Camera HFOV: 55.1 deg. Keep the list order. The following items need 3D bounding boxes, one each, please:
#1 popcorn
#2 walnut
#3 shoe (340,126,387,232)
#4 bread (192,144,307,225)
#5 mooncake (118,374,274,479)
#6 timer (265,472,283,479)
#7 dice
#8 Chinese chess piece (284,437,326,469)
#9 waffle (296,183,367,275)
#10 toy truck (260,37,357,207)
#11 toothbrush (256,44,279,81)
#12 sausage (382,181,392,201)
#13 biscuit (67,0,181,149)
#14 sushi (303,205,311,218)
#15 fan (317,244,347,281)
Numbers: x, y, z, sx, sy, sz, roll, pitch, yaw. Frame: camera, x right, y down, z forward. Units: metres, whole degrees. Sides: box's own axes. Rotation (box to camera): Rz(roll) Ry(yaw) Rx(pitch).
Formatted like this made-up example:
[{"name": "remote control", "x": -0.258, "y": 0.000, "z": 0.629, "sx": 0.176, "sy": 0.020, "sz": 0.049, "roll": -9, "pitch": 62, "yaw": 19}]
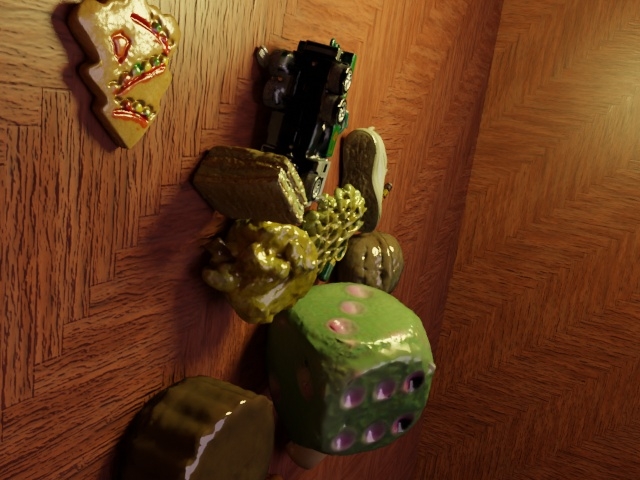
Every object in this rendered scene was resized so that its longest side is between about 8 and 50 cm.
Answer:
[{"name": "popcorn", "x": -0.130, "y": 0.049, "z": 1.270, "sx": 0.266, "sy": 0.192, "sz": 0.233, "roll": 8, "pitch": 112, "yaw": -43}, {"name": "walnut", "x": 0.153, "y": 0.073, "z": 1.867, "sx": 0.224, "sy": 0.224, "sz": 0.224, "roll": -43, "pitch": 140, "yaw": -52}, {"name": "shoe", "x": 0.137, "y": -0.190, "z": 1.787, "sx": 0.159, "sy": 0.124, "sz": 0.316, "roll": -53, "pitch": 148, "yaw": -55}, {"name": "bread", "x": -0.124, "y": -0.103, "z": 1.153, "sx": 0.138, "sy": 0.197, "sz": 0.102, "roll": 56, "pitch": 48, "yaw": -53}, {"name": "mooncake", "x": -0.238, "y": 0.426, "z": 1.200, "sx": 0.324, "sy": 0.187, "sz": 0.323, "roll": -39, "pitch": 136, "yaw": -51}, {"name": "timer", "x": -0.155, "y": 0.585, "z": 1.505, "sx": 0.132, "sy": 0.152, "sz": 0.131, "roll": -43, "pitch": 140, "yaw": -51}, {"name": "dice", "x": 0.064, "y": 0.307, "z": 1.506, "sx": 0.323, "sy": 0.330, "sz": 0.318, "roll": -5, "pitch": 116, "yaw": -27}, {"name": "Chinese chess piece", "x": 0.014, "y": 0.540, "z": 1.783, "sx": 0.273, "sy": 0.102, "sz": 0.273, "roll": -44, "pitch": 171, "yaw": -8}, {"name": "waffle", "x": 0.000, "y": 0.000, "z": 1.517, "sx": 0.317, "sy": 0.073, "sz": 0.297, "roll": -54, "pitch": 165, "yaw": 14}, {"name": "toy truck", "x": -0.024, "y": -0.251, "z": 1.298, "sx": 0.178, "sy": 0.177, "sz": 0.363, "roll": -8, "pitch": 115, "yaw": -73}, {"name": "toothbrush", "x": -0.084, "y": -0.315, "z": 1.343, "sx": 0.025, "sy": 0.020, "sz": 0.286, "roll": -62, "pitch": 153, "yaw": -19}, {"name": "sausage", "x": 0.203, "y": -0.137, "z": 2.064, "sx": 0.198, "sy": 0.028, "sz": 0.025, "roll": -55, "pitch": 172, "yaw": -38}, {"name": "biscuit", "x": -0.282, "y": -0.254, "z": 0.912, "sx": 0.212, "sy": 0.041, "sz": 0.238, "roll": -27, "pitch": 126, "yaw": -62}, {"name": "sushi", "x": -0.045, "y": -0.114, "z": 1.504, "sx": 0.055, "sy": 0.052, "sz": 0.120, "roll": 47, "pitch": 61, "yaw": -80}, {"name": "fan", "x": 0.030, "y": 0.047, "z": 1.766, "sx": 0.155, "sy": 0.039, "sz": 0.082, "roll": -65, "pitch": 155, "yaw": -21}]
